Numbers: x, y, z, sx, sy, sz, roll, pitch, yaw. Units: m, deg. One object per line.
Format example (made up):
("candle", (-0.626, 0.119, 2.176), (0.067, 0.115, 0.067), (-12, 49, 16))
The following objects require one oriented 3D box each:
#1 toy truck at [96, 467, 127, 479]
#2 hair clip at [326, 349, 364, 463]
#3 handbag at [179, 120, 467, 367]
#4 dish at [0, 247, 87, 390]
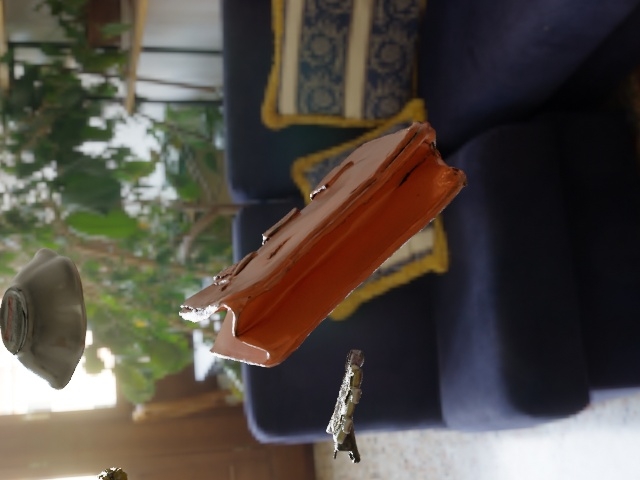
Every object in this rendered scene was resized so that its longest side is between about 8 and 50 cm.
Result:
("toy truck", (-0.347, 0.413, 1.910), (0.063, 0.052, 0.123), (67, 161, 2))
("hair clip", (0.047, 0.290, 1.947), (0.146, 0.056, 0.187), (-125, 40, -83))
("handbag", (0.000, 0.000, 1.633), (0.116, 0.410, 0.303), (51, 161, -12))
("dish", (-0.449, 0.123, 1.769), (0.229, 0.081, 0.230), (1, 91, 51))
